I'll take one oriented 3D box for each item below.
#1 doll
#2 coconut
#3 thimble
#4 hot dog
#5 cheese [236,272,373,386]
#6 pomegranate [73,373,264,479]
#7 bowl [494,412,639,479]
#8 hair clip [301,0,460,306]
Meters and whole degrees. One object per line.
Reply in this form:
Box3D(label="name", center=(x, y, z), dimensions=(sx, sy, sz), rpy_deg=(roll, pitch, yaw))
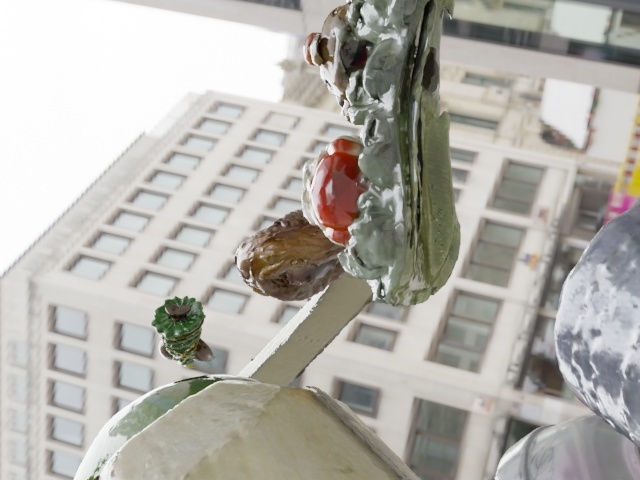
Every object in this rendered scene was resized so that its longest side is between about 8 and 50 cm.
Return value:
Box3D(label="doll", center=(-0.193, 0.143, 1.474), dimensions=(0.076, 0.078, 0.113), rpy_deg=(-66, -24, -66))
Box3D(label="coconut", center=(-0.037, 0.280, 0.863), dimensions=(0.323, 0.323, 0.323), rpy_deg=(13, -90, -75))
Box3D(label="thimble", center=(0.316, 0.076, 0.821), dimensions=(0.172, 0.236, 0.205), rpy_deg=(41, 128, 54))
Box3D(label="hot dog", center=(-0.002, -0.001, 1.370), dimensions=(0.227, 0.099, 0.160), rpy_deg=(-35, -12, -27))
Box3D(label="cheese", center=(-0.047, 0.175, 1.673), dimensions=(0.400, 0.085, 0.034), rpy_deg=(-49, 39, 34))
Box3D(label="pomegranate", center=(-0.164, 0.289, 1.167), dimensions=(0.310, 0.216, 0.358), rpy_deg=(-38, 9, 26))
Box3D(label="bowl", center=(0.337, 0.297, 1.130), dimensions=(0.144, 0.287, 0.287), rpy_deg=(-47, 0, 28))
Box3D(label="hair clip", center=(0.041, -0.127, 0.578), dimensions=(0.138, 0.091, 0.321), rpy_deg=(16, -97, -73))
